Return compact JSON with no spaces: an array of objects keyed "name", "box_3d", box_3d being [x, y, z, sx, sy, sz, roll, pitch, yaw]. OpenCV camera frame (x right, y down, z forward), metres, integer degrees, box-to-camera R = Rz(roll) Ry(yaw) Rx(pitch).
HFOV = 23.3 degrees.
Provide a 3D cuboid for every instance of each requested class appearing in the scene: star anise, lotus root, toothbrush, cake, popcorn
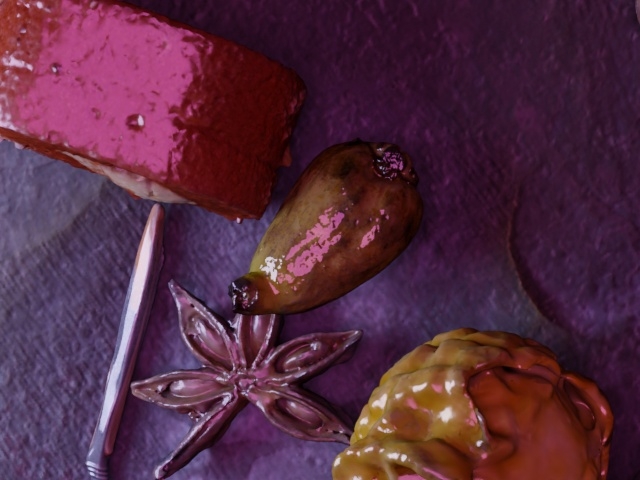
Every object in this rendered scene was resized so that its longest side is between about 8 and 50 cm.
[{"name":"star anise","box_3d":[-0.060,0.106,1.317,0.208,0.063,0.171,-13,84,12]},{"name":"lotus root","box_3d":[0.000,0.000,1.271,0.191,0.094,0.108,-45,63,-10]},{"name":"toothbrush","box_3d":[-0.181,0.151,1.350,0.037,0.028,0.375,15,93,16]},{"name":"cake","box_3d":[-0.158,-0.114,1.270,0.283,0.177,0.150,21,94,7]},{"name":"popcorn","box_3d":[0.120,0.190,1.209,0.250,0.190,0.250,5,74,-19]}]

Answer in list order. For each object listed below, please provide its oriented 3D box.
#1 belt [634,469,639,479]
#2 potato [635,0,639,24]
[{"name":"belt","box_3d":[0.331,0.180,1.217,0.124,0.128,0.201,35,94,8]},{"name":"potato","box_3d":[0.291,-0.175,1.272,0.093,0.036,0.037,47,60,-11]}]
